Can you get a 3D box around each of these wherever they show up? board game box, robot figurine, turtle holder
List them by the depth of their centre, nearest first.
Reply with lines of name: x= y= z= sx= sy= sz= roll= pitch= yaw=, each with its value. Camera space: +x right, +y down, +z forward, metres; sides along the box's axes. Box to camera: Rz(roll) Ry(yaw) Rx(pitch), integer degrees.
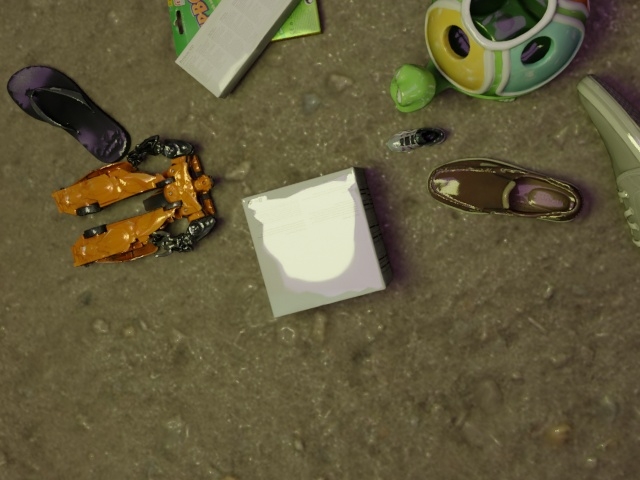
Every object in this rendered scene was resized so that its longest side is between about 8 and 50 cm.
turtle holder: x=0.257 y=-0.340 z=1.443 sx=0.320 sy=0.227 sz=0.243 roll=-8 pitch=93 yaw=10
board game box: x=-0.133 y=-0.397 z=1.606 sx=0.260 sy=0.039 sz=0.124 roll=-8 pitch=92 yaw=8
robot figurine: x=-0.318 y=-0.063 z=1.636 sx=0.291 sy=0.085 sz=0.211 roll=-17 pitch=91 yaw=11

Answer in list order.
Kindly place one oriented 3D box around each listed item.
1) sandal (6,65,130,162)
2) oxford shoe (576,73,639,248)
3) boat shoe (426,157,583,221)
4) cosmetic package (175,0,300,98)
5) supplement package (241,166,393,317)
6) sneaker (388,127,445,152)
sandal: x=-0.453 y=-0.234 z=1.663 sx=0.255 sy=0.054 sz=0.097 roll=32 pitch=99 yaw=6
oxford shoe: x=0.528 y=-0.063 z=1.457 sx=0.130 sy=0.169 sz=0.449 roll=-36 pitch=88 yaw=30
boat shoe: x=0.302 y=-0.085 z=1.519 sx=0.258 sy=0.095 sz=0.095 roll=6 pitch=95 yaw=10
cosmetic package: x=-0.131 y=-0.363 z=1.562 sx=0.099 sy=0.060 sz=0.239 roll=40 pitch=100 yaw=2
supplement package: x=0.000 y=0.000 z=1.551 sx=0.194 sy=0.149 sz=0.203 roll=-15 pitch=91 yaw=11
sneaker: x=0.158 y=-0.172 z=1.552 sx=0.098 sy=0.069 sz=0.038 roll=-13 pitch=91 yaw=11
